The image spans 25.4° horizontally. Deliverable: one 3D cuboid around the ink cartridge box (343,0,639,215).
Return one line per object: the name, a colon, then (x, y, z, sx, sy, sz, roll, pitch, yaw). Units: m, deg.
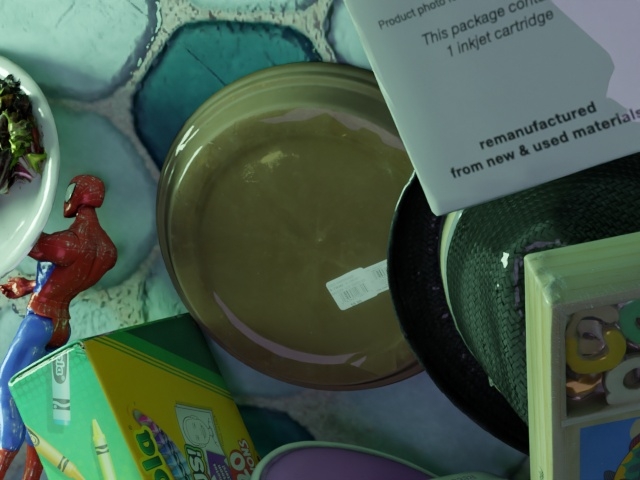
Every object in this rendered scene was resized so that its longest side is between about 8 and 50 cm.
ink cartridge box: (0.070, -0.180, 0.549, 0.117, 0.201, 0.278, -18, 102, 29)

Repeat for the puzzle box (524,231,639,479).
puzzle box: (0.274, 0.155, 0.923, 0.272, 0.052, 0.409, -12, 127, -4)

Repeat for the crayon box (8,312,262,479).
crayon box: (-0.112, 0.204, 1.098, 0.081, 0.165, 0.278, -28, 82, 24)

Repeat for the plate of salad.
plate of salad: (-0.293, -0.055, 1.104, 0.200, 0.048, 0.200, -3, 81, 22)

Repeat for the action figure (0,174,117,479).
action figure: (-0.255, 0.070, 1.150, 0.139, 0.091, 0.280, 21, 92, 23)

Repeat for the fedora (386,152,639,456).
fedora: (0.204, 0.055, 0.981, 0.334, 0.152, 0.334, 1, 114, 3)

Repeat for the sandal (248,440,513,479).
sandal: (0.143, 0.242, 1.103, 0.416, 0.169, 0.102, 25, 121, -11)

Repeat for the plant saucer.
plant saucer: (0.000, 0.000, 1.098, 0.278, 0.041, 0.278, 5, 114, 12)
